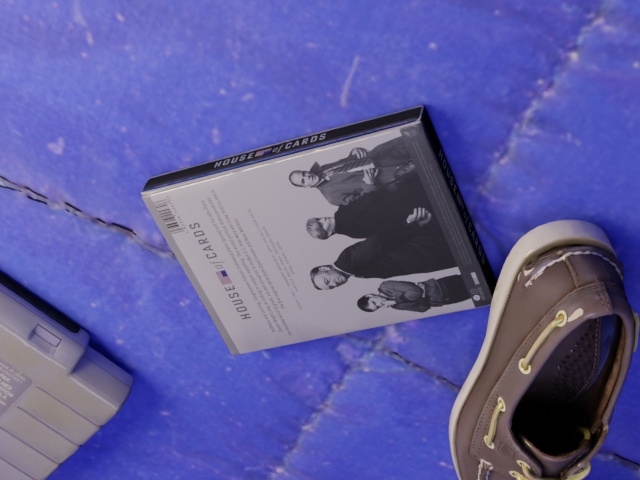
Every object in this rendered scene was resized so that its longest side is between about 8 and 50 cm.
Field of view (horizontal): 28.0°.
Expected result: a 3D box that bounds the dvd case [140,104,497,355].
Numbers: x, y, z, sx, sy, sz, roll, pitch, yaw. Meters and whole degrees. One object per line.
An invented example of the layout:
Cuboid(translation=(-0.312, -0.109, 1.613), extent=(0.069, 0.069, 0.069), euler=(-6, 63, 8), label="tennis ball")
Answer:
Cuboid(translation=(0.000, 0.000, 1.022), extent=(0.238, 0.029, 0.179), euler=(-12, 123, 22), label="dvd case")

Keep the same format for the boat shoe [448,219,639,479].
Cuboid(translation=(0.179, 0.138, 1.029), extent=(0.116, 0.097, 0.324), euler=(-1, 129, -11), label="boat shoe")

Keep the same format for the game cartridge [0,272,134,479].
Cuboid(translation=(-0.367, 0.090, 1.158), extent=(0.355, 0.068, 0.230), euler=(37, 122, -15), label="game cartridge")
